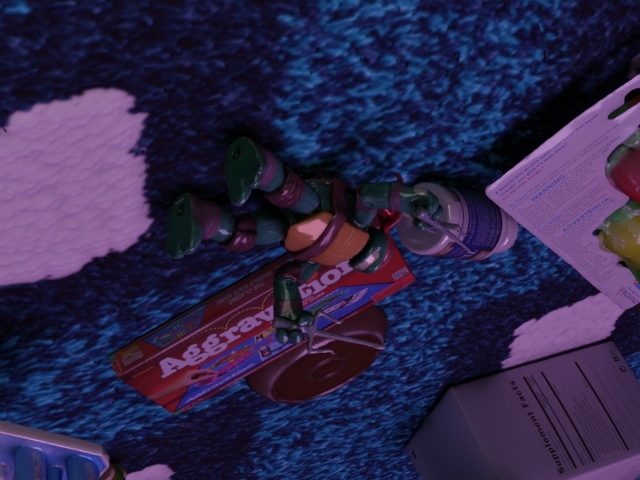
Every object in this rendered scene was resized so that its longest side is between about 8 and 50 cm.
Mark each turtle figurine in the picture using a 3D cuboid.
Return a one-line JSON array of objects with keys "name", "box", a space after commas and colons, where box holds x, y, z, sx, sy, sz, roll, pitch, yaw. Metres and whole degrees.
[{"name": "turtle figurine", "box": [0.000, 0.000, 0.966, 0.234, 0.118, 0.175, 22, 111, -37]}]

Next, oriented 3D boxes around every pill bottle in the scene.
[{"name": "pill bottle", "box": [0.131, -0.016, 1.107, 0.120, 0.067, 0.067, 6, 137, -47]}]

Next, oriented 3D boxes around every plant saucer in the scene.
[{"name": "plant saucer", "box": [0.002, 0.129, 1.277, 0.168, 0.029, 0.168, -22, 153, -12]}]

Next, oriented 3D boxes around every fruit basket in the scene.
[{"name": "fruit basket", "box": [0.363, -0.083, 1.160, 0.327, 0.165, 0.353, -38, 135, 17]}]

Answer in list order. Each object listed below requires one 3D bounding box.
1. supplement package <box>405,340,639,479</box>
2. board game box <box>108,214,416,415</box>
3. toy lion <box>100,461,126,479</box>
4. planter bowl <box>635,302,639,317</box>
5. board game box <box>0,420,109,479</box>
[{"name": "supplement package", "box": [0.301, 0.284, 1.648, 0.293, 0.175, 0.177, -12, 149, -28]}, {"name": "board game box", "box": [-0.049, 0.073, 1.138, 0.281, 0.027, 0.145, -30, 151, 3]}, {"name": "toy lion", "box": [-0.242, 0.300, 1.269, 0.100, 0.096, 0.034, -34, 152, 10]}, {"name": "planter bowl", "box": [0.436, 0.038, 1.402, 0.162, 0.162, 0.109, -35, 125, 12]}, {"name": "board game box", "box": [-0.423, 0.246, 0.927, 0.390, 0.050, 0.390, 20, 129, -30]}]
